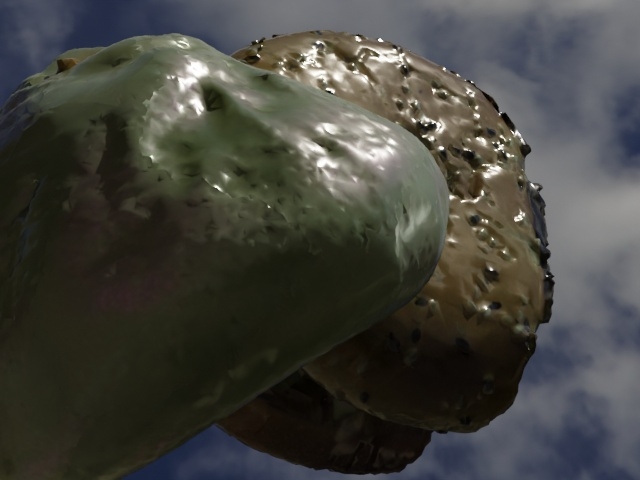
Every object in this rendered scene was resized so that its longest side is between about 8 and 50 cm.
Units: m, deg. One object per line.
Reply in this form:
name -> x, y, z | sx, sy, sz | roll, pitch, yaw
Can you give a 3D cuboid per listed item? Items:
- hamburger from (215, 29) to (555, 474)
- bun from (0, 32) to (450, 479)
hamburger -> 0.000, 0.000, 0.951 | 0.277, 0.318, 0.195 | 18, -43, -22
bun -> -0.091, -0.005, 0.644 | 0.293, 0.293, 0.187 | -30, -86, 7
